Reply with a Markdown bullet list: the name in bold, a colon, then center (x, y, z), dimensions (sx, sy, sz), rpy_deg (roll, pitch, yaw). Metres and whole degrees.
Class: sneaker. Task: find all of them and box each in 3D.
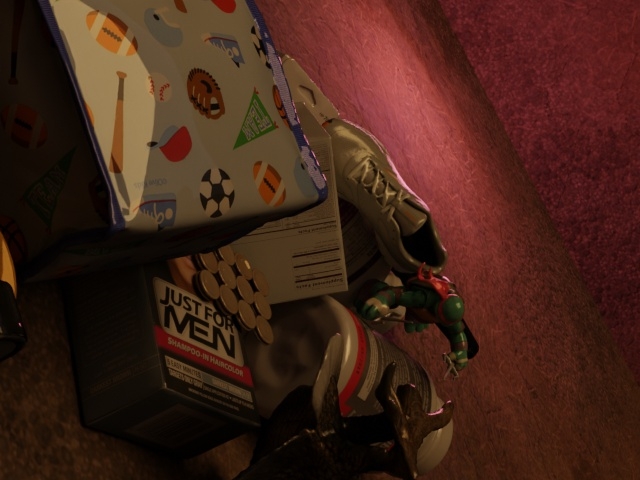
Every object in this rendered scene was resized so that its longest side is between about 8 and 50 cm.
- **sneaker**: center (0.091, -0.058, 1.917), dimensions (0.262, 0.099, 0.121), rpy_deg (50, -9, -20)

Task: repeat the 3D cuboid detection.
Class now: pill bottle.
- **pill bottle**: center (0.046, 0.206, 1.897), dimensions (0.318, 0.176, 0.176), rpy_deg (38, 33, -46)
- **pill bottle**: center (0.000, 0.000, 2.037), dimensions (0.301, 0.169, 0.169), rpy_deg (56, 23, -18)

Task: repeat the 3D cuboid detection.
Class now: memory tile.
- **memory tile**: center (-0.102, 0.051, 1.664), dimensions (0.148, 0.012, 0.113), rpy_deg (44, 28, -42)

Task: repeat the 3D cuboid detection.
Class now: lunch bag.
- **lunch bag**: center (-0.216, -0.170, 1.403), dimensions (0.328, 0.239, 0.385), rpy_deg (-12, 82, -55)

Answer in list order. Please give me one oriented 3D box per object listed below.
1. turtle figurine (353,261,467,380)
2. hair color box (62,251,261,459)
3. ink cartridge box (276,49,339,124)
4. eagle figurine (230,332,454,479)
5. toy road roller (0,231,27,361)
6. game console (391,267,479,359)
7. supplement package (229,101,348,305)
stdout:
- **turtle figurine**: center (0.136, 0.099, 1.882), dimensions (0.175, 0.118, 0.234), rpy_deg (38, -6, -16)
- **hair color box**: center (-0.195, 0.043, 1.629), dimensions (0.185, 0.113, 0.374), rpy_deg (32, 36, -53)
- **ink cartridge box**: center (-0.076, -0.226, 2.124), dimensions (0.139, 0.082, 0.190), rpy_deg (47, -5, -34)
- **eagle figurine**: center (-0.020, 0.258, 1.524), dimensions (0.226, 0.298, 0.225), rpy_deg (37, 37, -50)
- **toy road roller**: center (-0.402, 0.051, 1.116), dimensions (0.329, 0.240, 0.202), rpy_deg (-12, 73, -29)
- **game console**: center (0.100, -0.021, 2.232), dimensions (0.386, 0.060, 0.342), rpy_deg (57, 2, -40)
- **supplement package**: center (-0.063, -0.049, 1.818), dimensions (0.194, 0.149, 0.203), rpy_deg (-119, -159, -69)
